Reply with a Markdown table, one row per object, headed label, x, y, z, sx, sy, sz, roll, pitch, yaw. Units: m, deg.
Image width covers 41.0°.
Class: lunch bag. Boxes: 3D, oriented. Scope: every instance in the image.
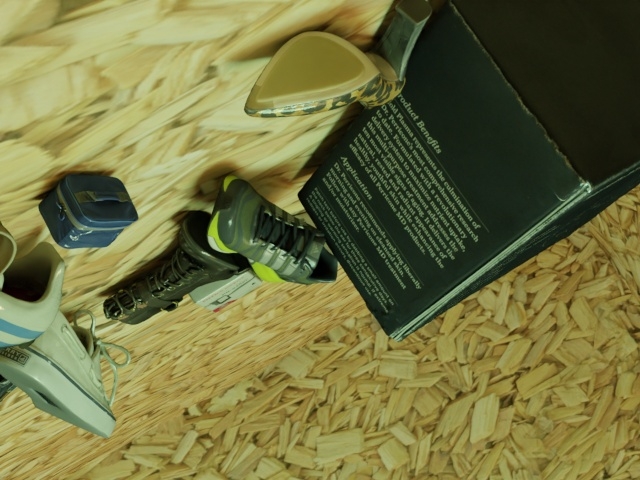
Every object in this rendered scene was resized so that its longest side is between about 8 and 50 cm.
| label | x | y | z | sx | sy | sz | roll | pitch | yaw |
| --- | --- | --- | --- | --- | --- | --- | --- | --- | --- |
| lunch bag | -0.253 | -0.035 | 0.937 | 0.065 | 0.067 | 0.098 | -38 | 165 | 25 |

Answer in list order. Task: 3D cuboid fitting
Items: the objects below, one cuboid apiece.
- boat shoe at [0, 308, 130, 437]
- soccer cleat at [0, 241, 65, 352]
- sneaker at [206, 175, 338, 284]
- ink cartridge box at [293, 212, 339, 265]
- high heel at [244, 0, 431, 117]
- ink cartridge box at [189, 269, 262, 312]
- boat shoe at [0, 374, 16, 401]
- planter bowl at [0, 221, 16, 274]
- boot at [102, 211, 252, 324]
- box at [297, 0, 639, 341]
| label | x | y | z | sx | sy | sz | roll | pitch | yaw |
| --- | --- | --- | --- | --- | --- | --- | --- | --- | --- |
| boat shoe | -0.378 | 0.184 | 1.314 | 0.367 | 0.136 | 0.156 | 76 | 35 | -59 |
| soccer cleat | -0.421 | 0.073 | 0.911 | 0.331 | 0.116 | 0.143 | -19 | 146 | -52 |
| sneaker | -0.061 | -0.009 | 1.231 | 0.121 | 0.111 | 0.300 | 10 | 168 | 24 |
| ink cartridge box | 0.000 | 0.000 | 1.582 | 0.181 | 0.104 | 0.061 | -19 | 162 | -45 |
| high heel | 0.009 | -0.165 | 0.993 | 0.261 | 0.093 | 0.186 | -33 | 166 | -26 |
| ink cartridge box | -0.176 | 0.070 | 1.532 | 0.109 | 0.063 | 0.150 | -32 | 168 | 1 |
| boat shoe | -0.522 | 0.227 | 1.331 | 0.183 | 0.065 | 0.083 | -39 | 167 | 1 |
| planter bowl | -0.353 | -0.008 | 0.710 | 0.162 | 0.109 | 0.162 | -29 | 168 | -7 |
| boot | -0.234 | 0.062 | 1.318 | 0.229 | 0.091 | 0.263 | -28 | 164 | 5 |
| box | 0.299 | -0.144 | 1.277 | 0.480 | 0.297 | 0.472 | -26 | 168 | -36 |
